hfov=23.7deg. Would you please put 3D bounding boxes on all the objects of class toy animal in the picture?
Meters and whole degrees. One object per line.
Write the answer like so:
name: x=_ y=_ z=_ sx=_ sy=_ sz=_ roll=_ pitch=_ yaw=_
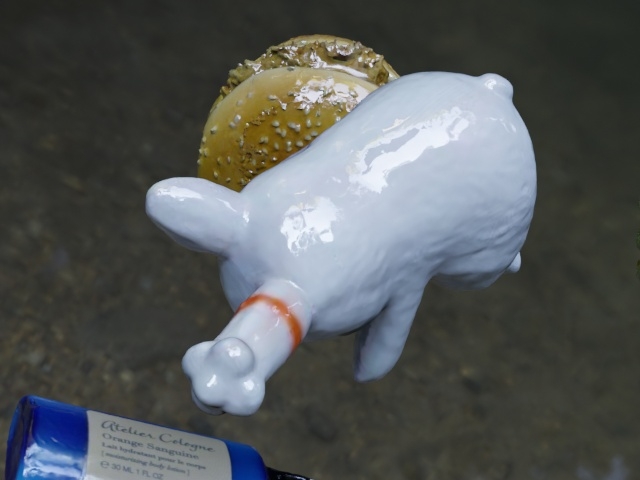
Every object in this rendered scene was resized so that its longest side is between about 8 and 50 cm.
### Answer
toy animal: x=0.001 y=0.004 z=0.855 sx=0.282 sy=0.138 sz=0.140 roll=-34 pitch=73 yaw=-32

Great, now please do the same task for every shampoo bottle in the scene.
shampoo bottle: x=-0.094 y=0.143 z=0.910 sx=0.183 sy=0.050 sz=0.087 roll=16 pitch=23 yaw=-18

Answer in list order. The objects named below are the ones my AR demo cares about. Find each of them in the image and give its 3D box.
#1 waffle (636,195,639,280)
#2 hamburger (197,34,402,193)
waffle: x=0.283 y=0.036 z=1.003 sx=0.054 sy=0.223 sz=0.204 roll=-28 pitch=37 yaw=-25
hamburger: x=-0.001 y=-0.064 z=1.146 sx=0.182 sy=0.191 sz=0.118 roll=17 pitch=26 yaw=-13
